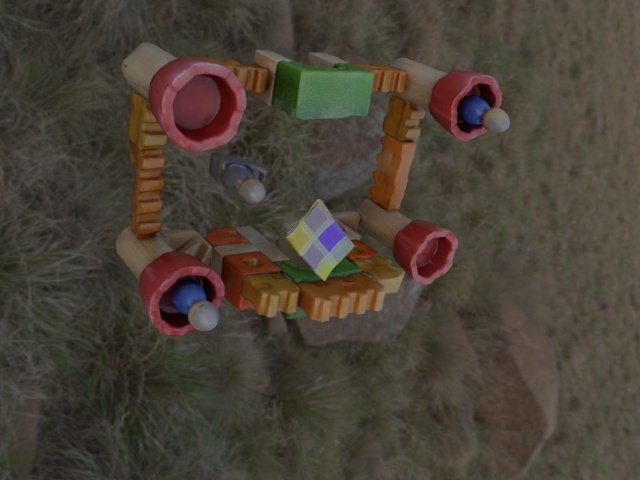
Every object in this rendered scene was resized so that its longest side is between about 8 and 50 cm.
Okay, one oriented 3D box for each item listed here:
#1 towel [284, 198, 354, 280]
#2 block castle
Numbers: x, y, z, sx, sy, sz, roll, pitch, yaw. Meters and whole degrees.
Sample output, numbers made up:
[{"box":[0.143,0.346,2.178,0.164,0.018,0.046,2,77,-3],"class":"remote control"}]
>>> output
[{"box":[0.000,0.000,0.749,0.060,0.009,0.083,-46,123,-15],"class":"towel"},{"box":[-0.001,-0.065,0.792,0.454,0.213,0.302,-8,121,-35],"class":"block castle"}]
